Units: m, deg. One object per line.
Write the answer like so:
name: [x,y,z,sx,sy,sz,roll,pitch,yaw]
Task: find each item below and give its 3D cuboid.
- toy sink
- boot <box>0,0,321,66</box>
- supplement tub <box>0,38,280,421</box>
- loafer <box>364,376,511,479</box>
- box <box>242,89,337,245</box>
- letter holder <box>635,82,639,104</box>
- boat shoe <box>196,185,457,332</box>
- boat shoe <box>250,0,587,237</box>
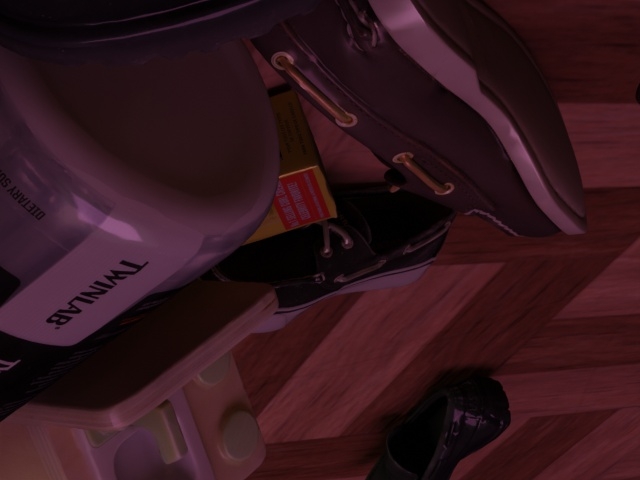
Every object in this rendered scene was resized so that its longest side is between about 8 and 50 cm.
toy sink: [-0.134,0.114,1.055,0.234,0.131,0.153,-1,-153,41]
boot: [-0.007,-0.258,0.532,0.367,0.146,0.445,-24,158,-3]
supplement tub: [-0.188,-0.007,0.873,0.194,0.193,0.316,12,141,-46]
loafer: [0.091,0.197,1.596,0.078,0.076,0.223,7,141,-31]
box: [-0.111,-0.018,1.051,0.232,0.058,0.087,-18,156,1]
letter holder: [0.288,-0.197,0.839,0.214,0.152,0.302,2,149,-30]
boat shoe: [0.000,0.000,1.136,0.219,0.077,0.070,-15,151,-40]
boat shoe: [0.066,-0.078,0.984,0.097,0.116,0.324,-21,151,20]
